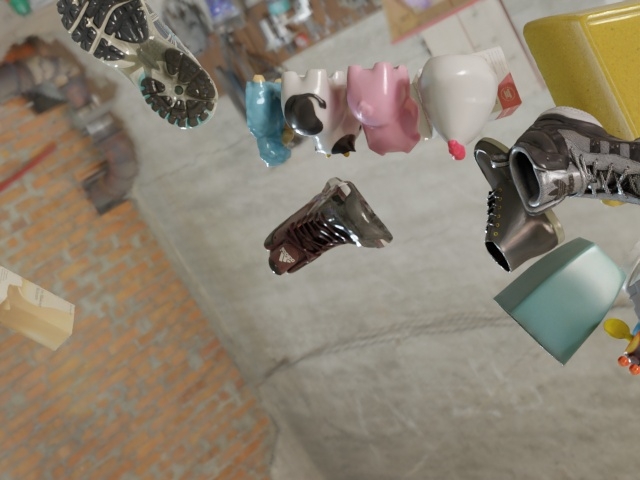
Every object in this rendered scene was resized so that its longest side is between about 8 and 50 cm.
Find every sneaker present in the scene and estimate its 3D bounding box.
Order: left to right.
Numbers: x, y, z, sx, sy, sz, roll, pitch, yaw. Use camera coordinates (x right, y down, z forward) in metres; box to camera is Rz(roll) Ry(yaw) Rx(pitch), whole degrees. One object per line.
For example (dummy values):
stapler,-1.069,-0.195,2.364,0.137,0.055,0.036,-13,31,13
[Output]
sneaker,-0.249,-0.263,1.240,0.110,0.283,0.122,-39,-177,4
sneaker,0.000,0.000,1.268,0.162,0.106,0.281,-38,-173,0
sneaker,0.301,-0.062,1.522,0.118,0.222,0.083,-32,170,-12
sneaker,0.336,-0.074,1.102,0.153,0.101,0.268,-30,-140,-30

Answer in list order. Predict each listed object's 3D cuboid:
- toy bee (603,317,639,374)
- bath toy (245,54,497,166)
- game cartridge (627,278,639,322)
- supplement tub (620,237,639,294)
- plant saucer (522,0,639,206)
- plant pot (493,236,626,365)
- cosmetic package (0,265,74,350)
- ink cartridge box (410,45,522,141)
toy bee,0.643,0.206,1.806,0.162,0.298,0.195,-43,-140,-13
bath toy,0.068,-0.163,1.193,0.348,0.129,0.151,0,-176,33
game cartridge,0.663,0.168,1.543,0.060,0.294,0.196,-2,153,-36
supplement tub,0.874,0.112,2.104,0.228,0.228,0.316,-36,-124,-29
plant saucer,0.523,-0.247,1.388,0.332,0.333,0.081,-15,161,-12
plant pot,0.528,0.115,1.966,0.234,0.165,0.166,-46,-173,4
cosmetic package,-0.378,0.088,1.174,0.041,0.115,0.060,-42,-145,22
ink cartridge box,0.239,-0.255,1.605,0.198,0.115,0.067,-18,171,-8
